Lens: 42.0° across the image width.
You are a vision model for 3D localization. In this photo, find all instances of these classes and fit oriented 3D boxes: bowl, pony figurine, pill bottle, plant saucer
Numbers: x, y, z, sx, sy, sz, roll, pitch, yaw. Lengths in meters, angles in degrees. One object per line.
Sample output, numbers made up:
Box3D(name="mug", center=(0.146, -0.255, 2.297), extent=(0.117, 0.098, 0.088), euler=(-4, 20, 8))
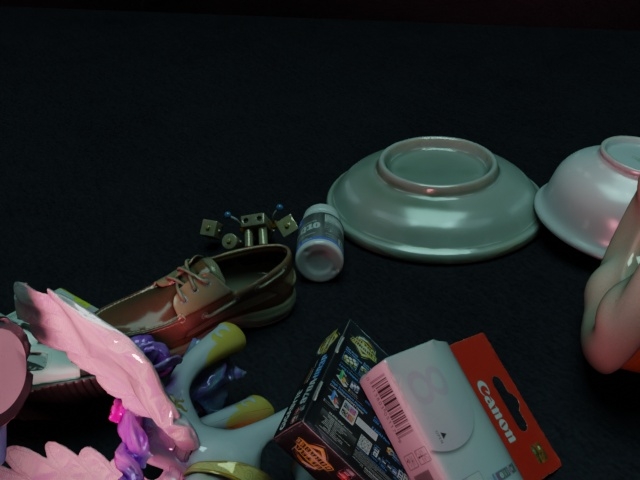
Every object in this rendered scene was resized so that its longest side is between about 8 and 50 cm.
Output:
Box3D(name="bowl", center=(0.519, -0.084, 1.384), extent=(0.297, 0.134, 0.298), euler=(6, 33, -4))
Box3D(name="pony figurine", center=(-0.160, 0.207, 0.885), extent=(0.350, 0.303, 0.363), euler=(23, 23, 22))
Box3D(name="pill bottle", center=(0.000, 0.000, 1.361), extent=(0.078, 0.078, 0.137), euler=(-1, 31, 2))
Box3D(name="plant saucer", center=(0.209, -0.102, 1.502), extent=(0.400, 0.101, 0.400), euler=(-2, 30, 1))

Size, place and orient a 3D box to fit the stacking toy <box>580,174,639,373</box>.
Box3D(name="stacking toy", center=(0.603, 0.089, 1.036), extent=(0.479, 0.351, 0.351), euler=(25, 37, 10))

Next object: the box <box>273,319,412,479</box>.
Box3D(name="box", center=(0.069, 0.216, 0.892), extent=(0.220, 0.051, 0.175), euler=(44, 34, -10))

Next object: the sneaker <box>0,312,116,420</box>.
Box3D(name="sneaker", center=(-0.375, 0.149, 1.049), extent=(0.330, 0.122, 0.146), euler=(-4, 59, -6))

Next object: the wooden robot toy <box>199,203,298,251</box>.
Box3D(name="wooden robot toy", center=(-0.111, -0.009, 1.413), extent=(0.173, 0.076, 0.079), euler=(-7, -16, 14))

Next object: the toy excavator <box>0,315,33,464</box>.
Box3D(name="toy excavator", center=(-0.447, 0.297, 0.677), extent=(0.222, 0.446, 0.433), euler=(2, 6, 23))

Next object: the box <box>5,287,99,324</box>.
Box3D(name="box", center=(-0.357, 0.134, 1.193), extent=(0.179, 0.043, 0.105), euler=(20, 36, 35))

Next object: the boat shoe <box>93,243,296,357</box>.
Box3D(name="boat shoe", center=(-0.175, 0.073, 1.177), extent=(0.324, 0.117, 0.123), euler=(-18, 44, -35))

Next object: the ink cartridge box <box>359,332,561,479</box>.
Box3D(name="ink cartridge box", center=(0.172, 0.194, 0.910), extent=(0.232, 0.066, 0.189), euler=(-14, 68, -40))
